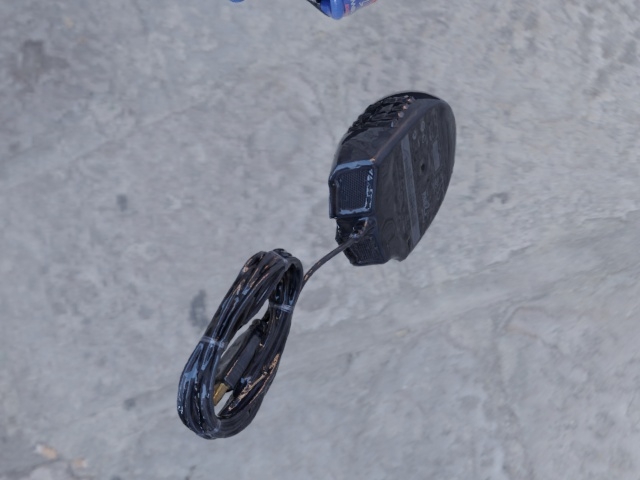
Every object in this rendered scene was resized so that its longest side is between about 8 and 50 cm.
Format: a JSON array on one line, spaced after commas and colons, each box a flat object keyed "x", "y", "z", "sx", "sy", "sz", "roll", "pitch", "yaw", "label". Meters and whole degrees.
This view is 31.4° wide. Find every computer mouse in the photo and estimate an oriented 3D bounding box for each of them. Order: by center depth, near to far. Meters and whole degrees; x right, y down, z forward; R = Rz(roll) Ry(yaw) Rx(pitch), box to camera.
[{"x": 0.000, "y": 0.000, "z": 0.518, "sx": 0.041, "sy": 0.242, "sz": 0.071, "roll": 11, "pitch": 126, "yaw": 27, "label": "computer mouse"}]

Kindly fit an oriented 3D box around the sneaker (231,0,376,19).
[{"x": 0.029, "y": -0.174, "z": 0.700, "sx": 0.221, "sy": 0.083, "sz": 0.087, "roll": 5, "pitch": 76, "yaw": 1, "label": "sneaker"}]
